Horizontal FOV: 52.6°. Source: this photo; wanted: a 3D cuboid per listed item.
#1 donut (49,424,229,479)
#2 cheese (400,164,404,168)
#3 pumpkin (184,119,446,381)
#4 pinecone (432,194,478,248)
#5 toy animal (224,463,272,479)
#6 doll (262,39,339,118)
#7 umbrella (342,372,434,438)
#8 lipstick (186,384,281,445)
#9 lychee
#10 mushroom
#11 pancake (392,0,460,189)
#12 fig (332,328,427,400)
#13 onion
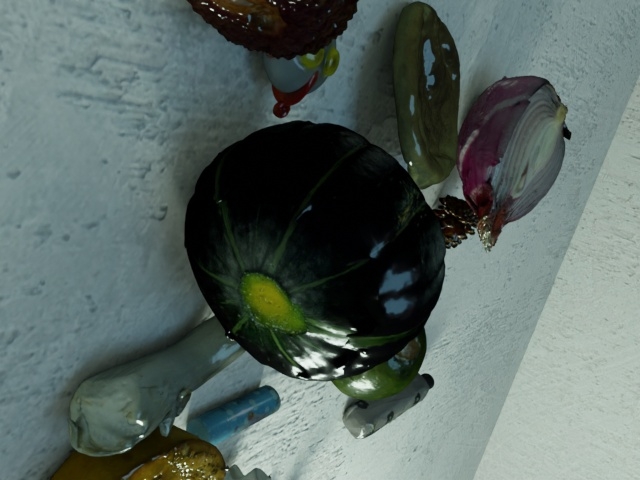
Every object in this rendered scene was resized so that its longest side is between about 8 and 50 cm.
[{"bbox_3d":[-0.242,0.343,0.785,0.278,0.109,0.277,-36,139,-39],"label":"donut"},{"bbox_3d":[0.046,-0.019,0.948,0.235,0.117,0.218,-51,148,-20],"label":"cheese"},{"bbox_3d":[0.000,0.000,0.740,0.296,0.296,0.295,-36,139,-39],"label":"pumpkin"},{"bbox_3d":[0.268,-0.034,1.292,0.102,0.102,0.109,-36,143,-38],"label":"pinecone"},{"bbox_3d":[-0.168,0.445,1.015,0.221,0.130,0.104,-37,-178,3],"label":"toy animal"},{"bbox_3d":[-0.010,-0.257,0.732,0.142,0.076,0.244,4,104,-57],"label":"doll"},{"bbox_3d":[0.164,0.356,1.446,0.067,0.073,0.337,-43,161,31],"label":"umbrella"},{"bbox_3d":[-0.125,0.260,0.962,0.158,0.048,0.048,-12,122,-53],"label":"lipstick"},{"bbox_3d":[-0.043,-0.272,0.584,0.188,0.188,0.188,-36,139,-39],"label":"lychee"},{"bbox_3d":[-0.178,0.157,0.771,0.278,0.099,0.096,-31,147,-49],"label":"mushroom"},{"bbox_3d":[0.170,-0.212,0.995,0.294,0.050,0.294,2,90,-67],"label":"pancake"},{"bbox_3d":[0.065,0.148,1.078,0.245,0.195,0.195,42,73,-22],"label":"fig"},{"bbox_3d":[0.329,-0.147,1.241,0.348,0.159,0.267,-53,136,-21],"label":"onion"}]
